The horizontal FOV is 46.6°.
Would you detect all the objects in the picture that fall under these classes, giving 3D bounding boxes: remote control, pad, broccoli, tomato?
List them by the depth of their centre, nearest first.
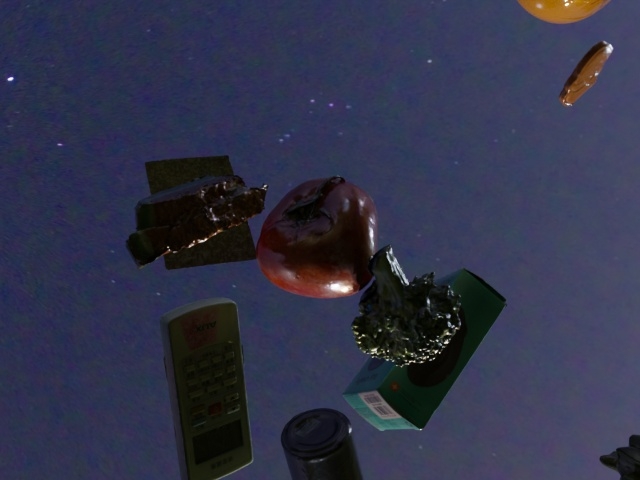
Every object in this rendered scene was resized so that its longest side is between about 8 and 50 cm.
[{"bbox_3d":[0.102,0.082,0.967,0.160,0.154,0.167,60,-157,-15],"label":"broccoli"},{"bbox_3d":[0.000,0.000,1.050,0.187,0.187,0.151,-51,-38,-16],"label":"tomato"},{"bbox_3d":[-0.211,-0.055,1.294,0.158,0.003,0.235,-7,-122,-20],"label":"pad"},{"bbox_3d":[-0.206,0.277,1.366,0.145,0.050,0.344,-15,-71,-33],"label":"remote control"}]

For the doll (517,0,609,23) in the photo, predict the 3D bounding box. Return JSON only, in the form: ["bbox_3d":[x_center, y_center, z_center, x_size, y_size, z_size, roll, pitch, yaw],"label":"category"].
[{"bbox_3d":[0.358,-0.453,1.110,0.213,0.213,0.236,-38,-101,-23],"label":"doll"}]

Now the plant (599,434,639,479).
[{"bbox_3d":[0.482,0.346,0.843,0.180,0.333,0.251,25,-107,-34],"label":"plant"}]

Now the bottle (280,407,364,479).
[{"bbox_3d":[0.021,0.293,0.773,0.072,0.082,0.244,-28,-60,-30],"label":"bottle"}]

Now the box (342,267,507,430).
[{"bbox_3d":[0.197,0.213,1.442,0.118,0.205,0.311,42,-111,-5],"label":"box"}]

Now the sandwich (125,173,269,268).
[{"bbox_3d":[-0.171,-0.037,0.968,0.235,0.159,0.079,-34,-77,-49],"label":"sandwich"}]

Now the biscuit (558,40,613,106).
[{"bbox_3d":[0.468,-0.291,1.313,0.102,0.019,0.130,-21,-33,-42],"label":"biscuit"}]
